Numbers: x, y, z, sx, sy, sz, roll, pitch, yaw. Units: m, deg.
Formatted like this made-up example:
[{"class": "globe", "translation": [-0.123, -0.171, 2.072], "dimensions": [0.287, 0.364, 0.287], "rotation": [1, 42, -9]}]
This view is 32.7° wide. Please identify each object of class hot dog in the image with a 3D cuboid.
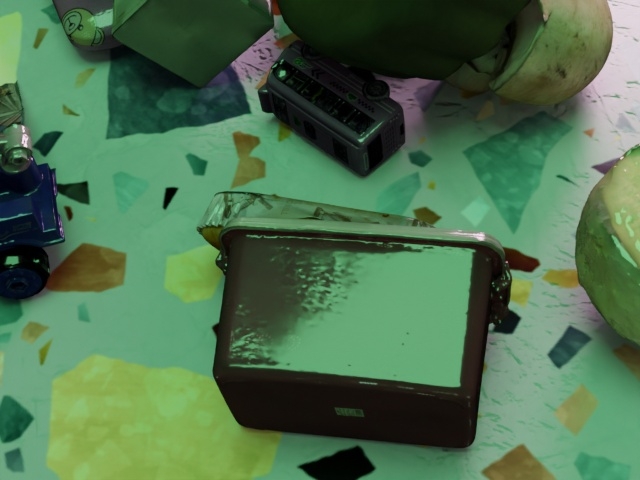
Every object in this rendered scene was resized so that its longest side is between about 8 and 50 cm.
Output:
[{"class": "hot dog", "translation": [0.000, 0.000, 1.173], "dimensions": [0.268, 0.144, 0.075], "rotation": [9, 82, 9]}]

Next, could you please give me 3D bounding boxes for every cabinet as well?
[{"class": "cabinet", "translation": [-0.166, -0.337, 1.397], "dimensions": [0.150, 0.145, 0.206], "rotation": [-35, 45, 32]}]

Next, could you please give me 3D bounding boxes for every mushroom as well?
[{"class": "mushroom", "translation": [0.252, -0.260, 1.334], "dimensions": [0.189, 0.195, 0.253], "rotation": [12, 44, -28]}]

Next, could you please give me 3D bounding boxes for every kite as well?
[{"class": "kite", "translation": [-0.470, -0.129, 1.316], "dimensions": [0.314, 0.011, 0.335], "rotation": [6, 32, 32]}]

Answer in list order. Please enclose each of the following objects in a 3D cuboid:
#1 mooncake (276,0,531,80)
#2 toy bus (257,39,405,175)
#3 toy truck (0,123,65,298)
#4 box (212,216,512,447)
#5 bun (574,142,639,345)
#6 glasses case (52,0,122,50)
[{"class": "mooncake", "translation": [0.099, -0.352, 1.251], "dimensions": [0.187, 0.351, 0.351], "rotation": [8, 42, -40]}, {"class": "toy bus", "translation": [0.013, -0.162, 1.322], "dimensions": [0.178, 0.087, 0.098], "rotation": [37, 71, 25]}, {"class": "toy truck", "translation": [-0.397, -0.029, 1.205], "dimensions": [0.213, 0.177, 0.161], "rotation": [-14, 55, -6]}, {"class": "box", "translation": [0.035, 0.095, 1.071], "dimensions": [0.294, 0.193, 0.167], "rotation": [3, 60, 9]}, {"class": "bun", "translation": [0.382, 0.018, 1.116], "dimensions": [0.259, 0.152, 0.259], "rotation": [4, 59, -6]}, {"class": "glasses case", "translation": [-0.324, -0.377, 1.515], "dimensions": [0.123, 0.076, 0.316], "rotation": [-21, 55, -9]}]
